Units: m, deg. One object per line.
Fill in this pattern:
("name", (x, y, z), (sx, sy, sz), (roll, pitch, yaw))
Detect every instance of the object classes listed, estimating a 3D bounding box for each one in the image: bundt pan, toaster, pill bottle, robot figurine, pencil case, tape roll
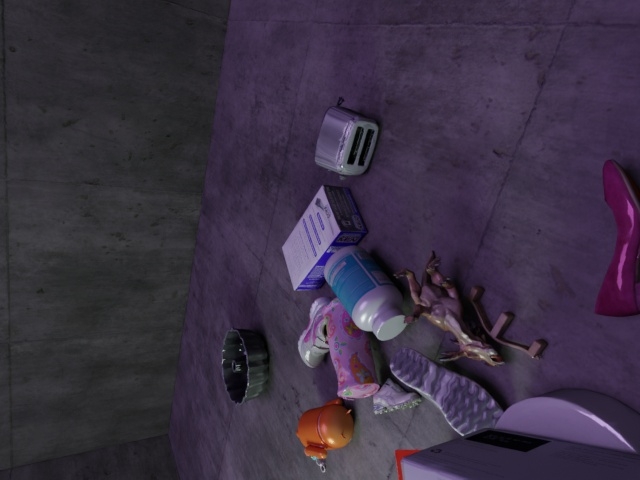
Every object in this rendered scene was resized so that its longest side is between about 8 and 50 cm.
("bundt pan", (-0.327, 0.546, 1.881), (0.331, 0.124, 0.331), (-1, 89, 57))
("toaster", (0.079, -0.299, 1.264), (0.146, 0.129, 0.227), (39, 120, 47))
("pill bottle", (0.125, 0.143, 1.155), (0.264, 0.146, 0.146), (55, 133, 44))
("robot figurine", (0.016, 0.583, 1.322), (0.219, 0.158, 0.128), (-34, 74, 43))
("pencil case", (0.080, 0.300, 1.213), (0.124, 0.124, 0.284), (-54, 38, 42))
("tape roll", (0.432, 0.400, 0.705), (0.286, 0.100, 0.286), (-3, 87, 57))

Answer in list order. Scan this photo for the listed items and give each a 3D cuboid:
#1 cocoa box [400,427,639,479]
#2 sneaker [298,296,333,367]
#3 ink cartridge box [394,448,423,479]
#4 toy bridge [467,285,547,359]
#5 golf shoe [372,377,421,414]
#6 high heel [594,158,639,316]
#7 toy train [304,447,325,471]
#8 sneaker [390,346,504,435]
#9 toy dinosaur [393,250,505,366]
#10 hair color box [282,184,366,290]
("cocoa box", (0.317, 0.420, 0.575), (0.347, 0.231, 0.228), (-22, 71, 56))
("sneaker", (0.004, 0.315, 1.384), (0.111, 0.103, 0.252), (40, 122, 53))
("ink cartridge box", (0.278, 0.529, 0.867), (0.066, 0.232, 0.189), (35, -132, -74))
("toy bridge", (0.373, 0.175, 0.874), (0.188, 0.026, 0.063), (50, 132, 46))
("golf shoe", (0.191, 0.406, 1.121), (0.176, 0.069, 0.086), (-38, 52, 50))
("high heel", (0.466, -0.001, 0.683), (0.117, 0.082, 0.244), (-24, 81, 45))
("toy train", (-0.008, 0.698, 1.442), (0.125, 0.046, 0.166), (38, 120, 52))
("sneaker", (0.293, 0.334, 0.944), (0.281, 0.115, 0.105), (37, 93, 34))
("toy dinosaur", (0.273, 0.158, 0.958), (0.127, 0.200, 0.295), (-33, 27, 16))
("hair color box", (0.000, 0.000, 1.397), (0.339, 0.110, 0.185), (-55, 44, 44))
